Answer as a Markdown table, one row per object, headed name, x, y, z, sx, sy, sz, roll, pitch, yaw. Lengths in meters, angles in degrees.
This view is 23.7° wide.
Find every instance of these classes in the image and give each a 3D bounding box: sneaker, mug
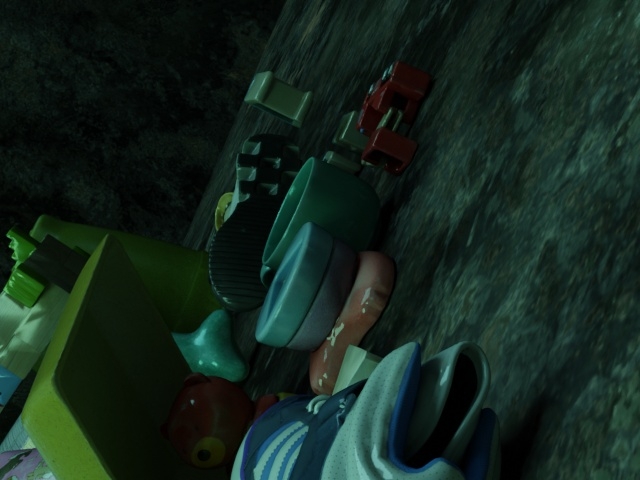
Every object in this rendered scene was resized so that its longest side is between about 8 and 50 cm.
| name | x | y | z | sx | sy | sz | roll | pitch | yaw |
| --- | --- | --- | --- | --- | --- | --- | --- | --- | --- |
| sneaker | -0.084 | 0.007 | 2.136 | 0.330 | 0.123 | 0.146 | -77 | -3 | -48 |
| mug | 0.004 | -0.009 | 1.650 | 0.158 | 0.097 | 0.129 | 136 | 157 | -68 |
| sneaker | 0.044 | 0.142 | 1.003 | 0.236 | 0.130 | 0.323 | -51 | 9 | 23 |

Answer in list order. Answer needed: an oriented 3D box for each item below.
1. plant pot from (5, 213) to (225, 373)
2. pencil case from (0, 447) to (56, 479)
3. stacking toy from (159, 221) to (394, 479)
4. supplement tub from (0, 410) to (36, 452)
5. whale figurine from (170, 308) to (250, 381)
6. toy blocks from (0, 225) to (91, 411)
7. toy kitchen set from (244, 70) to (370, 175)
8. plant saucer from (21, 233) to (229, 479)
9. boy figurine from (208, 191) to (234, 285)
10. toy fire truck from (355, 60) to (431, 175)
| name | x | y | z | sx | sy | sz | roll | pitch | yaw |
| --- | --- | --- | --- | --- | --- | --- | --- | --- | --- |
| plant pot | -0.373 | 0.127 | 2.639 | 0.366 | 0.353 | 0.366 | -62 | 9 | 18 |
| pencil case | -0.342 | 0.347 | 2.016 | 0.386 | 0.160 | 0.167 | -14 | 60 | 37 |
| stacking toy | -0.052 | 0.139 | 1.479 | 0.309 | 0.130 | 0.279 | -63 | 9 | 17 |
| supplement tub | -0.352 | 0.326 | 2.289 | 0.331 | 0.241 | 0.241 | -56 | 10 | 7 |
| whale figurine | -0.233 | 0.184 | 2.063 | 0.272 | 0.141 | 0.216 | -24 | 70 | 22 |
| toy blocks | -0.464 | 0.142 | 2.316 | 0.261 | 0.191 | 0.381 | -55 | 7 | 5 |
| toy kitchen set | -0.049 | -0.086 | 1.937 | 0.207 | 0.166 | 0.122 | -66 | 9 | -5 |
| plant saucer | -0.205 | 0.206 | 1.612 | 0.081 | 0.332 | 0.333 | -21 | 23 | 12 |
| boy figurine | -0.118 | -0.012 | 2.391 | 0.285 | 0.092 | 0.177 | -98 | 31 | -68 |
| toy fire truck | 0.075 | -0.130 | 1.726 | 0.192 | 0.047 | 0.135 | 144 | 148 | -73 |
